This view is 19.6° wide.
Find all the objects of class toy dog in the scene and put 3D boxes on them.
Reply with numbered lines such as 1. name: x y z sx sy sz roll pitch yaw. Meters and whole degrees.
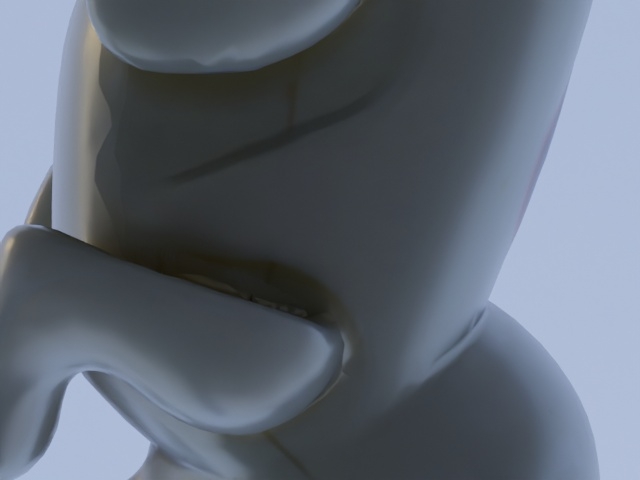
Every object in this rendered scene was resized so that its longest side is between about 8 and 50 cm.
1. toy dog: 0.000 0.000 0.826 0.395 0.284 0.407 -12 -80 -14
